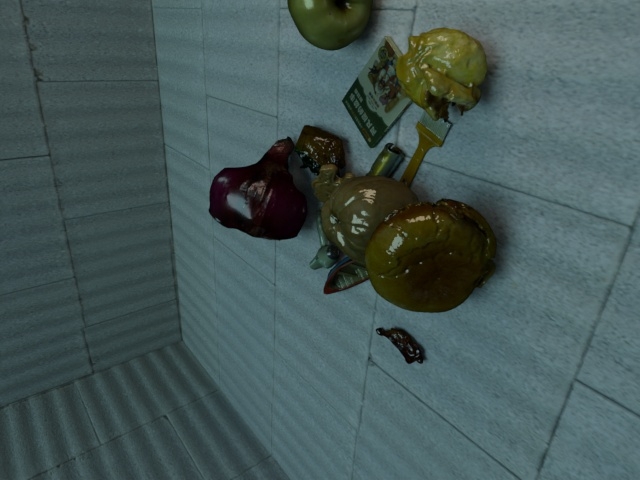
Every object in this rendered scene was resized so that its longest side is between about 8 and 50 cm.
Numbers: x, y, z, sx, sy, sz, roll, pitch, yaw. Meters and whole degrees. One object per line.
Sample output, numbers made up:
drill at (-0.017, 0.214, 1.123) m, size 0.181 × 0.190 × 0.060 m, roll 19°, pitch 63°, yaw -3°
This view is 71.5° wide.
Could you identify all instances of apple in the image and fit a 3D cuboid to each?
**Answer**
apple at (0.022, -0.693, 1.285) m, size 0.262 × 0.262 × 0.263 m, roll 24°, pitch 122°, yaw 47°

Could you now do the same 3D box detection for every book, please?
book at (0.179, -0.443, 1.354) m, size 0.202 × 0.027 × 0.264 m, roll 62°, pitch 143°, yaw 15°

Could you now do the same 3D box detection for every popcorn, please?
popcorn at (0.296, -0.413, 1.084) m, size 0.190 × 0.191 × 0.254 m, roll -41°, pitch 68°, yaw 15°

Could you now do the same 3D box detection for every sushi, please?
sushi at (-0.026, -0.318, 1.574) m, size 0.287 × 0.149 × 0.140 m, roll 32°, pitch 131°, yaw 37°

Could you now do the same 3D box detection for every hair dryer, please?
hair dryer at (-0.005, 0.029, 1.760) m, size 0.219 × 0.088 × 0.225 m, roll 116°, pitch 140°, yaw -48°

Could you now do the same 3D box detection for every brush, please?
brush at (0.286, -0.248, 1.297) m, size 0.103 × 0.013 × 0.272 m, roll 51°, pitch 139°, yaw 30°

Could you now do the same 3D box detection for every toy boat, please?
toy boat at (0.110, 0.109, 1.596) m, size 0.392 × 0.136 × 0.080 m, roll -38°, pitch 39°, yaw 56°

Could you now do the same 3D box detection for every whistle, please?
whistle at (0.163, -0.183, 1.449) m, size 0.068 × 0.057 × 0.326 m, roll 58°, pitch 142°, yaw 21°

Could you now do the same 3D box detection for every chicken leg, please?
chicken leg at (0.269, 0.349, 1.519) m, size 0.219 × 0.048 × 0.090 m, roll 38°, pitch 128°, yaw 40°

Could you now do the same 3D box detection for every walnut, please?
walnut at (0.154, -0.065, 1.329) m, size 0.286 × 0.285 × 0.296 m, roll 69°, pitch 155°, yaw 8°

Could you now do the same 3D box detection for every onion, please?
onion at (-0.217, -0.215, 1.734) m, size 0.398 × 0.398 × 0.421 m, roll 29°, pitch 102°, yaw 45°

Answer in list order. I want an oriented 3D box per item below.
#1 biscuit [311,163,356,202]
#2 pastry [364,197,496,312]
biscuit at (0.041, -0.185, 1.557) m, size 0.143 × 0.040 × 0.236 m, roll 30°, pitch 154°, yaw -2°
pastry at (0.282, 0.048, 1.155) m, size 0.164 × 0.355 × 0.356 m, roll -98°, pitch 20°, yaw -48°
